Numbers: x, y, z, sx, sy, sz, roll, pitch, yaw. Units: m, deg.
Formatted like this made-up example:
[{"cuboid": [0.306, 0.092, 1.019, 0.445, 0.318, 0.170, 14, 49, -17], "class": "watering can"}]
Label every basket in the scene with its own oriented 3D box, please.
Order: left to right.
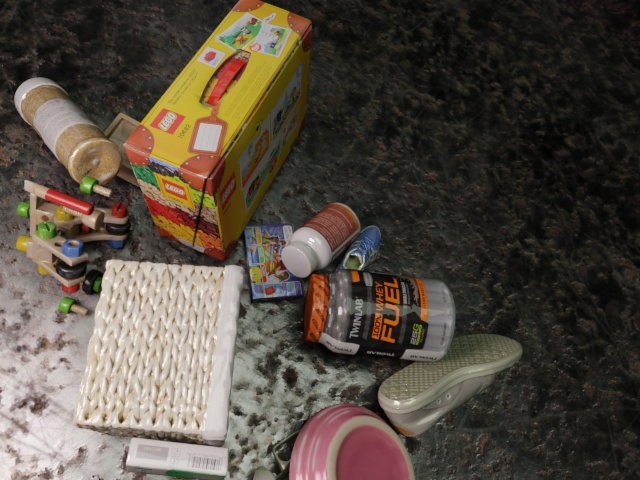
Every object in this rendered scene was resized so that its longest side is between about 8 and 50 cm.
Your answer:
[{"cuboid": [-0.305, 0.242, 1.074, 0.266, 0.328, 0.331, 5, 66, -10], "class": "basket"}]

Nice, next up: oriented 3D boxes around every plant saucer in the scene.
[{"cuboid": [0.090, 0.515, 1.139, 0.332, 0.084, 0.332, 23, 50, -29], "class": "plant saucer"}]

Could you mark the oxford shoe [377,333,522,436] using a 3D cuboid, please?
[{"cuboid": [0.332, 0.353, 1.327, 0.449, 0.169, 0.130, -19, 108, -30], "class": "oxford shoe"}]

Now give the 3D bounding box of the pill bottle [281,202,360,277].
[{"cuboid": [0.000, 0.000, 1.354, 0.121, 0.121, 0.216, 45, 49, 5], "class": "pill bottle"}]

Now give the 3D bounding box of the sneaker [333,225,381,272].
[{"cuboid": [0.110, 0.040, 1.417, 0.080, 0.081, 0.211, 32, 61, 1], "class": "sneaker"}]

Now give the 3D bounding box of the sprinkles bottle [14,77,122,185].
[{"cuboid": [-0.597, -0.262, 1.237, 0.121, 0.121, 0.355, -32, 53, -26], "class": "sprinkles bottle"}]

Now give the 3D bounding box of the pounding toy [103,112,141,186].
[{"cuboid": [-0.442, -0.232, 1.362, 0.206, 0.094, 0.181, 28, 63, -4], "class": "pounding toy"}]

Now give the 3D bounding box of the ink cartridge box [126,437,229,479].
[{"cuboid": [-0.284, 0.447, 1.038, 0.180, 0.225, 0.056, 11, 53, -12], "class": "ink cartridge box"}]

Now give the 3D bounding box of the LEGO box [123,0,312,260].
[{"cuboid": [-0.212, -0.259, 1.272, 0.193, 0.372, 0.500, 23, 62, 7], "class": "LEGO box"}]

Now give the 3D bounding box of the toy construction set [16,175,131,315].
[{"cuboid": [-0.575, -0.038, 1.139, 0.237, 0.309, 0.257, 21, 55, -1], "class": "toy construction set"}]

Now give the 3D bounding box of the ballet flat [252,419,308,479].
[{"cuboid": [-0.085, 0.511, 1.157, 0.096, 0.095, 0.280, 37, 52, 12], "class": "ballet flat"}]

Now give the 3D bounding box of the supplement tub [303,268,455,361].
[{"cuboid": [0.136, 0.180, 1.285, 0.337, 0.207, 0.207, 6, 66, -8], "class": "supplement tub"}]

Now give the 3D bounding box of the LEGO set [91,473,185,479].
[{"cuboid": [-0.325, 0.555, 0.939, 0.254, 0.192, 0.331, -2, 36, -10], "class": "LEGO set"}]

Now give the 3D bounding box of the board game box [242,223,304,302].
[{"cuboid": [-0.124, 0.056, 1.366, 0.136, 0.035, 0.201, -3, 68, -17], "class": "board game box"}]
